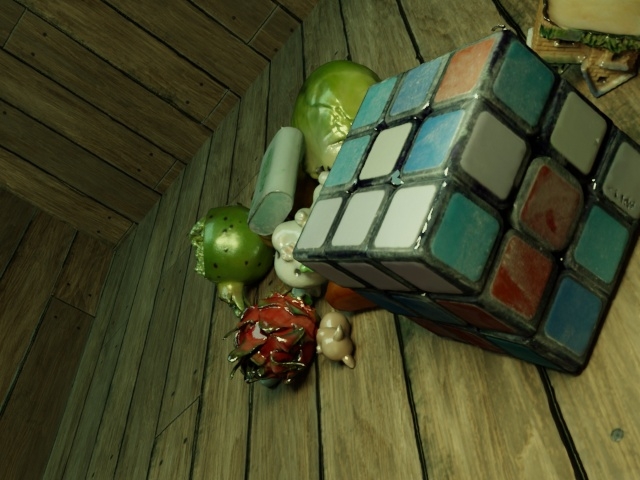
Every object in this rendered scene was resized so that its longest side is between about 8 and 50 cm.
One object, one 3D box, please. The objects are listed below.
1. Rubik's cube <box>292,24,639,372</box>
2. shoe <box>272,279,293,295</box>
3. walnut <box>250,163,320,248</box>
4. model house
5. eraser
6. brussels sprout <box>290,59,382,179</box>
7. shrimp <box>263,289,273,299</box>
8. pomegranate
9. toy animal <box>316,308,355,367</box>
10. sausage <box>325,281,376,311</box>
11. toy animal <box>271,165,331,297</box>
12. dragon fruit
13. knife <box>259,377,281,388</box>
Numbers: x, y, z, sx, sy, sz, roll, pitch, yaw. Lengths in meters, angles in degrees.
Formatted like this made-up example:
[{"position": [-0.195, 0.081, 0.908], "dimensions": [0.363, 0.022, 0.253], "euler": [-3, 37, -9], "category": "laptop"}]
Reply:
[{"position": [0.220, -0.046, 1.053], "dimensions": [0.362, 0.358, 0.363], "euler": [6, 65, 62], "category": "Rubik's cube"}, {"position": [-0.075, 0.109, 1.778], "dimensions": [0.072, 0.069, 0.109], "euler": [44, 117, 29], "category": "shoe"}, {"position": [-0.088, -0.113, 1.924], "dimensions": [0.209, 0.209, 0.336], "euler": [-43, 23, 29], "category": "walnut"}, {"position": [0.458, -0.346, 1.204], "dimensions": [0.172, 0.182, 0.166], "euler": [88, -167, -57], "category": "model house"}, {"position": [-0.108, -0.148, 1.702], "dimensions": [0.174, 0.081, 0.227], "euler": [126, 160, -46], "category": "eraser"}, {"position": [0.064, -0.307, 1.811], "dimensions": [0.344, 0.268, 0.344], "euler": [180, 90, -65], "category": "brussels sprout"}, {"position": [-0.154, 0.176, 1.884], "dimensions": [0.180, 0.041, 0.099], "euler": [-36, 31, 41], "category": "shrimp"}, {"position": [-0.250, 0.052, 2.002], "dimensions": [0.260, 0.260, 0.341], "euler": [-24, 71, 51], "category": "pomegranate"}, {"position": [0.031, 0.200, 1.451], "dimensions": [0.089, 0.083, 0.150], "euler": [-46, 25, 18], "category": "toy animal"}, {"position": [0.130, 0.079, 1.398], "dimensions": [0.348, 0.094, 0.097], "euler": [-20, 54, 52], "category": "sausage"}, {"position": [-0.004, -0.002, 1.596], "dimensions": [0.310, 0.182, 0.247], "euler": [-56, -10, 1], "category": "toy animal"}, {"position": [-0.104, 0.226, 1.535], "dimensions": [0.274, 0.192, 0.193], "euler": [-47, -8, -31], "category": "dragon fruit"}, {"position": [-0.137, 0.276, 1.735], "dimensions": [0.073, 0.040, 0.265], "euler": [-43, 26, 6], "category": "knife"}]
